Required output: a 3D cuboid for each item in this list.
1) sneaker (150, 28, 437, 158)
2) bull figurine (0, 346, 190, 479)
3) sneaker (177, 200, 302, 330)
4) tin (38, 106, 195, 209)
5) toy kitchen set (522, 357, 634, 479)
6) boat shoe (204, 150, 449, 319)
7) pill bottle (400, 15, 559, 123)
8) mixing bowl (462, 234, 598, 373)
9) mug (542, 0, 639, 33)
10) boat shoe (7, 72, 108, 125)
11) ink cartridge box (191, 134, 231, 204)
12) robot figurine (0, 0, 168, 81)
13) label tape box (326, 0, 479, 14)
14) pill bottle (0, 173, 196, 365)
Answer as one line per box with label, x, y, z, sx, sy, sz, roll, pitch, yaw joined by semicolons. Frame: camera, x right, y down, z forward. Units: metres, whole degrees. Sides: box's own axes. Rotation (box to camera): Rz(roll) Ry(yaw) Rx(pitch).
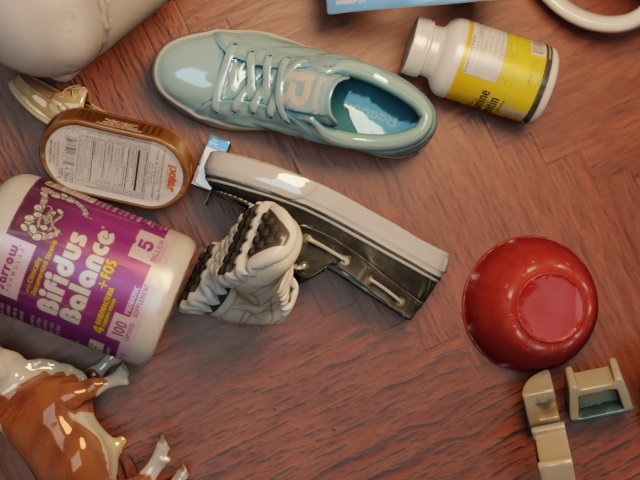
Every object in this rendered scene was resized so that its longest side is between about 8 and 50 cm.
sneaker;-0.028;-0.190;1.407;0.365;0.150;0.135;10;87;-5
bull figurine;-0.299;0.232;1.401;0.188;0.101;0.310;-29;91;-7
sneaker;-0.070;0.039;1.343;0.118;0.292;0.110;30;67;-12
tin;-0.248;-0.097;1.396;0.189;0.040;0.106;12;125;-1
toy kitchen set;0.368;0.245;1.425;0.207;0.166;0.122;-13;126;9
boat shoe;0.000;0.000;1.411;0.335;0.121;0.119;26;88;-12
pill bottle;0.199;-0.220;1.451;0.184;0.103;0.103;17;88;-4
mixing bowl;0.279;0.083;1.456;0.181;0.098;0.182;0;90;-6
mug;0.404;-0.432;1.411;0.328;0.276;0.374;37;116;8
boat shoe;-0.302;-0.163;1.421;0.170;0.063;0.059;34;113;-12
ink cartridge box;-0.141;-0.088;1.446;0.028;0.048;0.083;22;87;-2
robot figurine;-0.280;-0.321;1.321;0.199;0.300;0.353;26;51;19
label tape box;0.122;-0.455;1.425;0.249;0.115;0.348;-4;92;7
pill bottle;-0.315;0.022;1.370;0.301;0.169;0.169;21;87;-5
